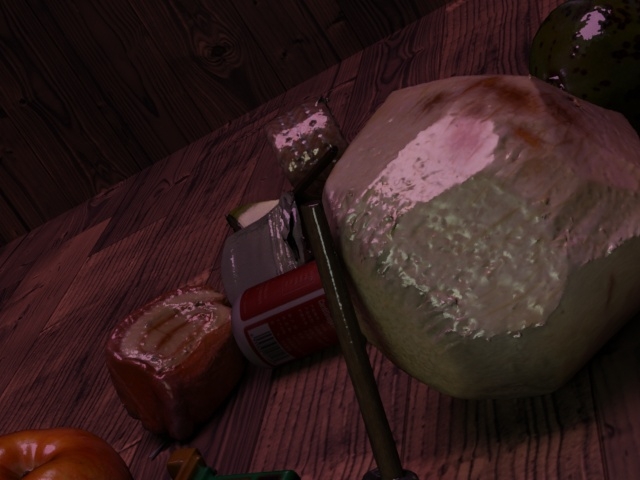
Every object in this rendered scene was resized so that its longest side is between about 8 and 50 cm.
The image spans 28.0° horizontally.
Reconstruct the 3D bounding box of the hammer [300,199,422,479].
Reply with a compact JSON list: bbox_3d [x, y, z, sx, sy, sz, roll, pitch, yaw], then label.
[{"bbox_3d":[0.040,0.133,1.414,0.043,0.365,0.111,-21,9,-22],"label":"hammer"}]

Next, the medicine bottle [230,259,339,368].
[{"bbox_3d":[-0.005,0.098,1.929,0.250,0.131,0.131,-23,21,24],"label":"medicine bottle"}]

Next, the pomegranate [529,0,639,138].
[{"bbox_3d":[0.445,-0.255,1.944,0.270,0.254,0.254,-16,5,-38],"label":"pomegranate"}]

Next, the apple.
[{"bbox_3d":[-0.278,0.281,1.303,0.209,0.164,0.209,-15,25,7],"label":"apple"}]

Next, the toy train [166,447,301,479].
[{"bbox_3d":[-0.144,0.389,1.382,0.249,0.178,0.429,-11,26,24],"label":"toy train"}]

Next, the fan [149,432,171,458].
[{"bbox_3d":[-0.226,0.294,1.991,0.085,0.005,0.133,-15,24,40],"label":"fan"}]

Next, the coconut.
[{"bbox_3d":[0.211,-0.028,1.506,0.415,0.415,0.344,-39,2,-19],"label":"coconut"}]

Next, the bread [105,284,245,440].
[{"bbox_3d":[-0.216,0.176,2.010,0.190,0.123,0.244,18,44,28],"label":"bread"}]

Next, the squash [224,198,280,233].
[{"bbox_3d":[-0.011,-0.053,2.238,0.260,0.189,0.189,-40,19,-7],"label":"squash"}]

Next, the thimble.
[{"bbox_3d":[-0.009,-0.172,2.532,0.148,0.196,0.229,-28,-11,4],"label":"thimble"}]

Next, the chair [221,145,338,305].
[{"bbox_3d":[0.000,0.000,2.042,0.319,0.186,0.160,-42,50,43],"label":"chair"}]
